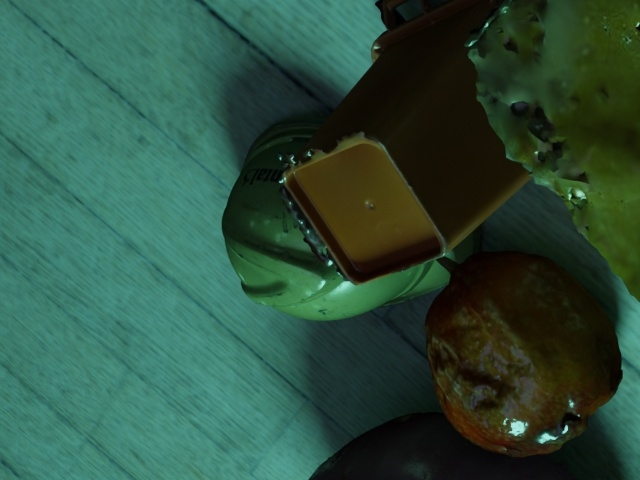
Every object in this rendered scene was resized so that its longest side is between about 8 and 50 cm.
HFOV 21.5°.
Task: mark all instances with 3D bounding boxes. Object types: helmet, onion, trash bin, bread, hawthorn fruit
[{"bbox_3d":[0.001,0.002,1.540,0.257,0.137,0.204,-2,121,38],"label":"helmet"},{"bbox_3d":[0.115,0.354,1.615,0.358,0.345,0.358,44,171,8],"label":"onion"},{"bbox_3d":[0.081,-0.092,1.332,0.161,0.239,0.184,-21,106,45],"label":"trash bin"},{"bbox_3d":[0.290,-0.114,1.106,0.315,0.248,0.279,47,136,18],"label":"bread"},{"bbox_3d":[0.173,0.099,1.472,0.173,0.173,0.179,1,123,37],"label":"hawthorn fruit"}]
